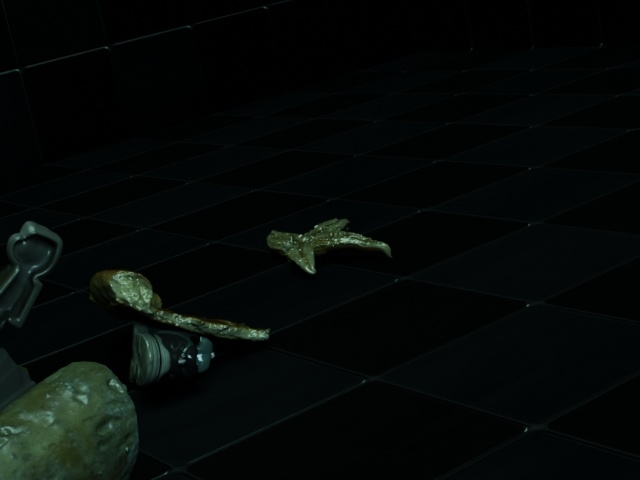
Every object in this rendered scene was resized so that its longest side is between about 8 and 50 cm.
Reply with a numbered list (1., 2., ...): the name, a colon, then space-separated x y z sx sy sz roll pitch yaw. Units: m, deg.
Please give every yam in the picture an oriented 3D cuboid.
1. yam: -0.293 0.233 1.141 0.133 0.133 0.330 -1 22 35

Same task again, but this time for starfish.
1. starfish: 0.001 -0.002 1.948 0.138 0.050 0.247 -13 17 -14

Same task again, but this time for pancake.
1. pancake: -0.174 0.085 1.637 0.244 0.057 0.266 11 -6 9

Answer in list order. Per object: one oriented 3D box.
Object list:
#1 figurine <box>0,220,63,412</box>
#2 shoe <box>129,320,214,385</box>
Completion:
1. figurine: -0.469 0.080 1.531 0.342 0.285 0.167 -25 21 -37
2. shoe: -0.173 0.135 1.539 0.099 0.071 0.169 2 1 -13
